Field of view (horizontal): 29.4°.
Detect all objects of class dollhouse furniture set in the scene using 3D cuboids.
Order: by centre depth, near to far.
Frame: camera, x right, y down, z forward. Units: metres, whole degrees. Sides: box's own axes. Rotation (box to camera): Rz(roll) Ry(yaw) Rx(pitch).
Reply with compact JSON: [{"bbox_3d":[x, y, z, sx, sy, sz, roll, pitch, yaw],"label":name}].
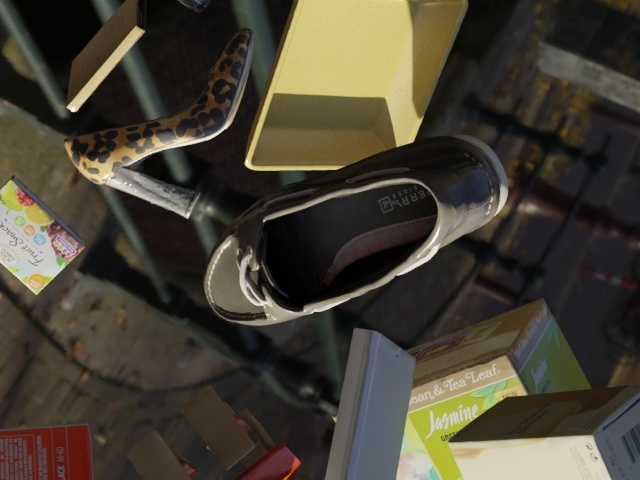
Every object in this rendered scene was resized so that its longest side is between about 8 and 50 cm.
[{"bbox_3d":[-0.132,0.322,1.388,0.259,0.135,0.262,-39,151,-5],"label":"dollhouse furniture set"}]

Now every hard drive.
[{"bbox_3d":[0.061,0.289,1.631,0.203,0.040,0.308,39,59,-64],"label":"hard drive"}]

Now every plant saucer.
[{"bbox_3d":[0.042,-0.274,1.968,0.332,0.081,0.333,-3,126,-37],"label":"plant saucer"}]

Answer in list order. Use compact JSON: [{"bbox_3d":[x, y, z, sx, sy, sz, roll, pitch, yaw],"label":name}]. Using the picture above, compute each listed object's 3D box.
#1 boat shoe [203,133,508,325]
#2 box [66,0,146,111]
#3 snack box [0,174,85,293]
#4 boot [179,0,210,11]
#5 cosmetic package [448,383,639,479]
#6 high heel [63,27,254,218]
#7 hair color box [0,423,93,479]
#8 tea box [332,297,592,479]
[{"bbox_3d":[0.000,0.000,1.027,0.335,0.112,0.095,-24,-178,38],"label":"boat shoe"},{"bbox_3d":[-0.369,-0.334,2.106,0.201,0.021,0.164,-44,-150,23],"label":"box"},{"bbox_3d":[-0.419,-0.008,1.728,0.100,0.141,0.037,-44,-164,5],"label":"snack box"},{"bbox_3d":[-0.192,-0.462,1.468,0.222,0.118,0.338,9,105,-23],"label":"boot"},{"bbox_3d":[0.132,0.113,0.677,0.060,0.115,0.041,-29,98,-37],"label":"cosmetic package"},{"bbox_3d":[-0.203,-0.179,1.555,0.093,0.186,0.261,163,-50,-85],"label":"high heel"},{"bbox_3d":[-0.200,0.137,0.611,0.093,0.167,0.053,110,-25,-58],"label":"hair color box"},{"bbox_3d":[0.257,0.315,1.924,0.329,0.324,0.220,-26,-173,31],"label":"tea box"}]
